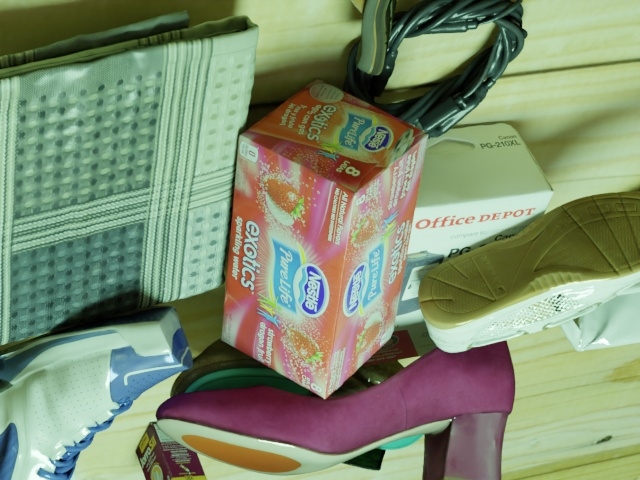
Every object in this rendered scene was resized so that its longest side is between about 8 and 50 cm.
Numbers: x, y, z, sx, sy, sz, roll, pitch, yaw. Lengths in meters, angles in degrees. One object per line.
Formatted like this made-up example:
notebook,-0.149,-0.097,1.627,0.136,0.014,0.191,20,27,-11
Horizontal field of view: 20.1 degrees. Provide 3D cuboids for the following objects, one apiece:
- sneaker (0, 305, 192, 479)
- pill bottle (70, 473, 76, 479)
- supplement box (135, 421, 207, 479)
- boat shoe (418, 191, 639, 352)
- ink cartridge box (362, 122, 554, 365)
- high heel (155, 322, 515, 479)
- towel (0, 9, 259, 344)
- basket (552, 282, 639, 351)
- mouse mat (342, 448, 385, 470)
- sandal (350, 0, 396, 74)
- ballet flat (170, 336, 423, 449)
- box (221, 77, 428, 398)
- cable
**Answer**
sneaker,-0.254,0.182,1.684,0.316,0.182,0.127,-18,-176,11
pill bottle,-0.375,0.271,1.795,0.264,0.146,0.146,-17,142,-14
supplement box,-0.161,0.243,1.941,0.043,0.083,0.055,0,136,-31
boat shoe,0.230,0.035,1.756,0.277,0.098,0.096,-18,145,-2
ink cartridge box,0.107,0.007,1.802,0.172,0.100,0.237,-8,139,-25
high heel,0.019,0.140,1.762,0.377,0.181,0.127,13,160,-28
towel,-0.207,-0.049,1.545,0.312,0.056,0.324,-14,138,-26
basket,0.338,0.040,1.939,0.167,0.103,0.113,-10,145,18
mouse mat,-0.006,0.212,1.911,0.153,0.007,0.190,13,-178,4
sandal,0.038,-0.233,1.504,0.060,0.090,0.219,12,140,5
ballet flat,-0.027,0.135,1.857,0.342,0.124,0.116,12,134,-39
box,0.000,0.000,1.652,0.122,0.128,0.256,-41,150,-41
cable,0.106,-0.169,1.645,0.184,0.047,0.150,-39,137,21
